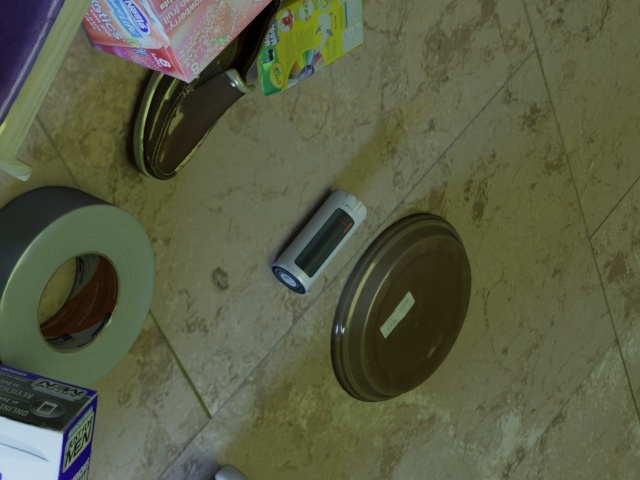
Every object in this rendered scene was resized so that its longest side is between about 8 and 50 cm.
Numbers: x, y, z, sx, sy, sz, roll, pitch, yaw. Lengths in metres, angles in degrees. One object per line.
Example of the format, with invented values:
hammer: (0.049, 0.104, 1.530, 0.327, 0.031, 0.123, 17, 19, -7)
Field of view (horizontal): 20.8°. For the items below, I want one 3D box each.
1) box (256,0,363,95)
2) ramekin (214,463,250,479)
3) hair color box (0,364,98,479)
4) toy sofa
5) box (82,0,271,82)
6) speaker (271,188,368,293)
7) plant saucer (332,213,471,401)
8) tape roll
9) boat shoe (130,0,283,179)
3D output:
box: (-0.020, -0.247, 2.036, 0.179, 0.043, 0.105, -36, 134, -42)
ramekin: (-0.069, 0.416, 2.166, 0.127, 0.273, 0.273, -43, 139, -10)
hair color box: (-0.346, 0.298, 1.786, 0.110, 0.185, 0.339, -53, 155, -64)
toy sofa: (-0.296, -0.254, 1.611, 0.177, 0.150, 0.362, 31, 84, -54)
box: (-0.113, -0.323, 1.797, 0.300, 0.154, 0.142, -49, 140, -24)
speaker: (0.000, 0.000, 2.189, 0.136, 0.055, 0.055, -50, 140, -20)
plant saucer: (0.121, 0.099, 2.404, 0.278, 0.041, 0.278, -27, 128, -39)
tape roll: (-0.280, 0.055, 1.860, 0.219, 0.072, 0.219, -28, 130, -40)
boat shoe: (-0.121, -0.180, 1.910, 0.095, 0.095, 0.257, 23, 91, -53)
